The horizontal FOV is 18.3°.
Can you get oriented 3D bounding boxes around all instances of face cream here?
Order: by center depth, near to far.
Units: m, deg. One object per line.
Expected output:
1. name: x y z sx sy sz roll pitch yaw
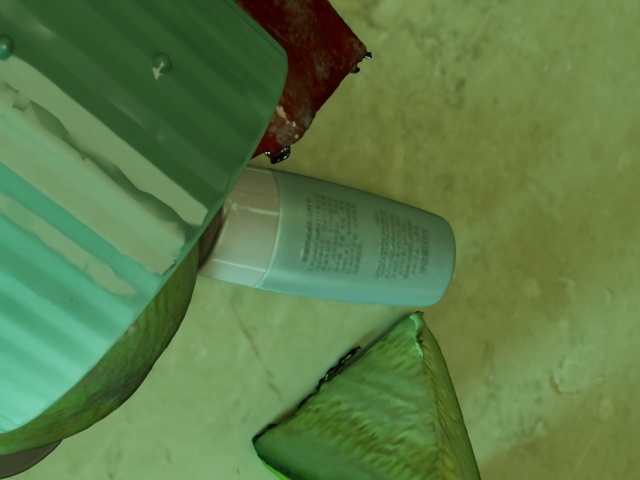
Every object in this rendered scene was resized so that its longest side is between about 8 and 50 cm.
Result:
1. face cream: 0.000 0.000 1.386 0.198 0.057 0.084 12 77 -31

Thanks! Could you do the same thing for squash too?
1. squash: 0.090 0.151 1.354 0.169 0.252 0.093 -40 119 -19

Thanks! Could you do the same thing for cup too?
1. cup: -0.224 -0.150 1.031 0.392 0.310 0.401 38 70 -15

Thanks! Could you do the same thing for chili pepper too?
1. chili pepper: -0.081 -0.162 1.261 0.144 0.136 0.253 -39 118 -8

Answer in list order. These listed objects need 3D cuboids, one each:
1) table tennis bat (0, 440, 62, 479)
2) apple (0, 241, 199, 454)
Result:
1. table tennis bat: -0.189 0.092 1.315 0.158 0.014 0.095 -40 116 -16
2. apple: -0.176 0.039 1.248 0.265 0.120 0.193 -20 104 -25
